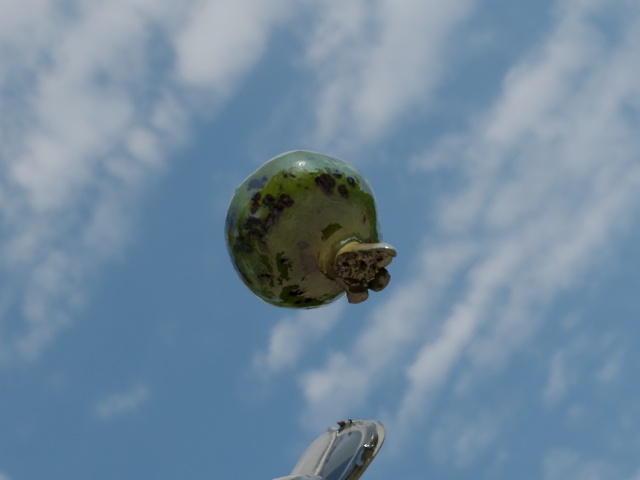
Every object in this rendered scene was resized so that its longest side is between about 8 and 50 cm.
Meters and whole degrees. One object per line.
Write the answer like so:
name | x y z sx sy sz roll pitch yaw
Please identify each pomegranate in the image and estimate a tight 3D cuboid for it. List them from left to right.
pomegranate | 0.000 0.000 1.339 0.122 0.161 0.122 -19 -58 -33

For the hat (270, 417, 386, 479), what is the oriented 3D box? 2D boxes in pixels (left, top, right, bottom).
hat | -0.024 0.255 1.423 0.161 0.275 0.232 6 -68 3
